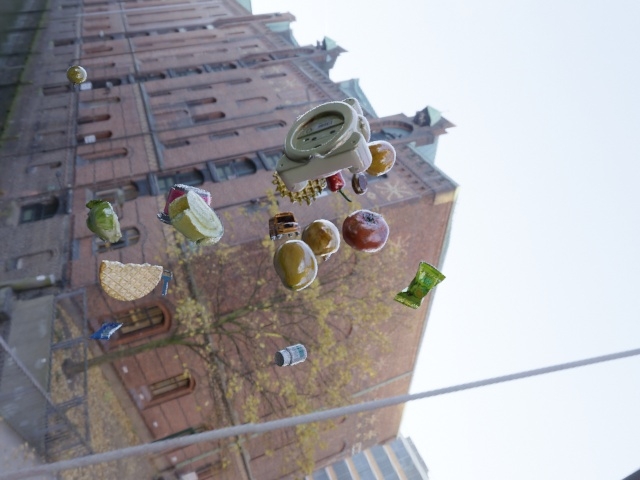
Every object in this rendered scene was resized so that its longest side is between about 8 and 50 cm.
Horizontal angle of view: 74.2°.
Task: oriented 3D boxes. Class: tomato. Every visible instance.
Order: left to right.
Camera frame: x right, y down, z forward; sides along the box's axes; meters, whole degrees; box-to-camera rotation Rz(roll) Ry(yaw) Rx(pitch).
[{"bbox_3d":[0.225,-0.038,2.112,0.232,0.232,0.188,62,-31,37],"label":"tomato"}]

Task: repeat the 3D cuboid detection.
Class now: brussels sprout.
[{"bbox_3d":[-0.828,-0.072,1.619,0.139,0.100,0.181,-53,-125,33],"label":"brussels sprout"}]

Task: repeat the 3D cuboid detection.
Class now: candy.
[{"bbox_3d":[-0.943,0.396,1.860,0.136,0.088,0.038,-82,170,-69],"label":"candy"},{"bbox_3d":[0.483,0.231,2.061,0.246,0.149,0.069,-56,-171,23],"label":"candy"}]

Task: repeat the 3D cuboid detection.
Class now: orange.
[{"bbox_3d":[0.233,-0.338,1.754,0.159,0.159,0.136,40,-31,63],"label":"orange"}]

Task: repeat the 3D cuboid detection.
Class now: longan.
[{"bbox_3d":[-0.937,-0.627,1.626,0.075,0.075,0.083,-176,-84,-73],"label":"longan"}]

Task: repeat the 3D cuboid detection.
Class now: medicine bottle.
[{"bbox_3d":[-0.131,0.502,1.846,0.080,0.130,0.080,1,-88,43],"label":"medicine bottle"}]

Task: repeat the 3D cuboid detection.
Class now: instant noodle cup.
[{"bbox_3d":[-0.640,-0.168,2.058,0.302,0.258,0.181,-55,161,-83],"label":"instant noodle cup"}]

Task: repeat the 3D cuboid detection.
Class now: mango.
[{"bbox_3d":[-0.123,0.121,2.068,0.317,0.211,0.173,-110,-178,-51],"label":"mango"}]

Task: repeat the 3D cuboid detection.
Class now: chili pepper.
[{"bbox_3d":[0.076,-0.355,1.897,0.092,0.137,0.368,-40,130,-80],"label":"chili pepper"}]

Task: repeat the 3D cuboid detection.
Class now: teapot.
[{"bbox_3d":[0.192,-0.297,2.185,0.078,0.098,0.129,-7,-84,48],"label":"teapot"}]

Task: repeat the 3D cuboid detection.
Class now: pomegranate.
[{"bbox_3d":[0.000,0.000,2.392,0.248,0.248,0.248,165,-90,-74],"label":"pomegranate"}]

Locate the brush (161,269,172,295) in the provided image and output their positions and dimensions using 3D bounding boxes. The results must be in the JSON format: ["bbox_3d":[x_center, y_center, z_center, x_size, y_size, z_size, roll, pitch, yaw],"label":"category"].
[{"bbox_3d":[-0.774,0.215,2.117,0.014,0.051,0.164,-84,-168,-59],"label":"brush"}]

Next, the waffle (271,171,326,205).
[{"bbox_3d":[-0.124,-0.328,2.336,0.293,0.260,0.069,34,-19,3],"label":"waffle"}]

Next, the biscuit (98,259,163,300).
[{"bbox_3d":[-0.946,0.204,2.103,0.040,0.309,0.204,24,-82,42],"label":"biscuit"}]

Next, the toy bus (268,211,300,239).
[{"bbox_3d":[-0.132,-0.051,1.484,0.194,0.083,0.088,174,-94,-74],"label":"toy bus"}]

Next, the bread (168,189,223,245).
[{"bbox_3d":[-0.531,-0.078,1.816,0.257,0.124,0.186,50,24,-23],"label":"bread"}]

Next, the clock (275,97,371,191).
[{"bbox_3d":[0.013,-0.304,1.299,0.114,0.284,0.309,56,28,-39],"label":"clock"}]
